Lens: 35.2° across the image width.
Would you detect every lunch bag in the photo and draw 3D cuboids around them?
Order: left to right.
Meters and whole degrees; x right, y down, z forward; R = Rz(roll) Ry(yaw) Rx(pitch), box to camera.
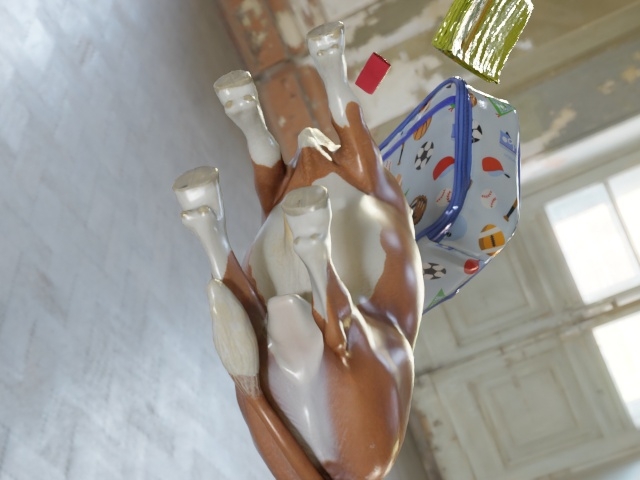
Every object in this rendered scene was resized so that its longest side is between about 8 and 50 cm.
[{"bbox_3d":[0.116,-0.044,1.228,0.115,0.303,0.243,20,55,-23],"label":"lunch bag"}]

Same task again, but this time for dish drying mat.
[{"bbox_3d":[0.073,-0.233,1.413,0.032,0.083,0.008,39,63,1],"label":"dish drying mat"}]

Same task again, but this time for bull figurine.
[{"bbox_3d":[0.000,0.000,0.567,0.310,0.101,0.188,-92,163,-57],"label":"bull figurine"}]

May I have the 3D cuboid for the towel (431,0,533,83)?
[{"bbox_3d":[0.170,-0.216,1.002,0.021,0.102,0.237,33,12,17],"label":"towel"}]
